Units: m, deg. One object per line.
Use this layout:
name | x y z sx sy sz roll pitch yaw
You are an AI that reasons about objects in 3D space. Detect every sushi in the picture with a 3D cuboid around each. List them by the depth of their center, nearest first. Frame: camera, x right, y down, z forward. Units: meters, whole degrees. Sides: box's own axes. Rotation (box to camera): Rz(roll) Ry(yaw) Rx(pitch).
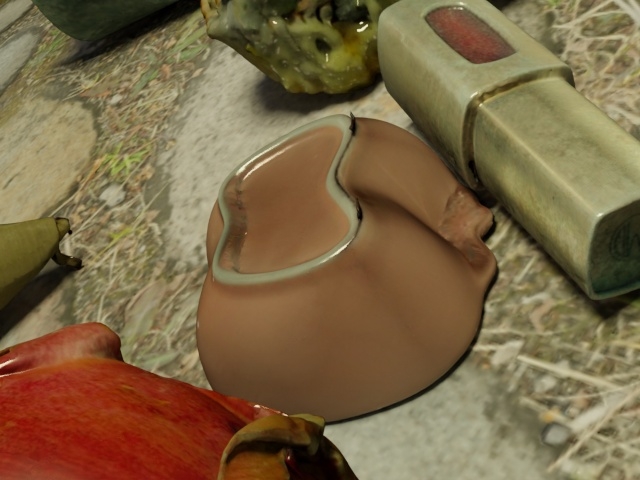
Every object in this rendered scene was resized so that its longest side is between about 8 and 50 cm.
sushi | 0.028 -0.233 0.719 0.274 0.184 0.139 -30 39 5

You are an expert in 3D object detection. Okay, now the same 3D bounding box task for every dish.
dish | 0.000 0.000 0.568 0.213 0.090 0.213 -21 39 18

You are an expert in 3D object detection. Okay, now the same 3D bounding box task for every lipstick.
lipstick | 0.116 -0.067 0.558 0.078 0.077 0.253 -18 41 -9

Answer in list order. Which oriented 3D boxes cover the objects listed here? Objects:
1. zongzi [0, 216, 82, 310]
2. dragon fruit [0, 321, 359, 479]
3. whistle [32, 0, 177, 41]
zongzi | -0.467 0.064 0.815 0.418 0.181 0.447 -36 31 -26
dragon fruit | -0.109 0.162 0.377 0.315 0.250 0.250 25 66 28
whistle | -0.221 -0.382 1.063 0.168 0.188 0.405 -20 40 19
